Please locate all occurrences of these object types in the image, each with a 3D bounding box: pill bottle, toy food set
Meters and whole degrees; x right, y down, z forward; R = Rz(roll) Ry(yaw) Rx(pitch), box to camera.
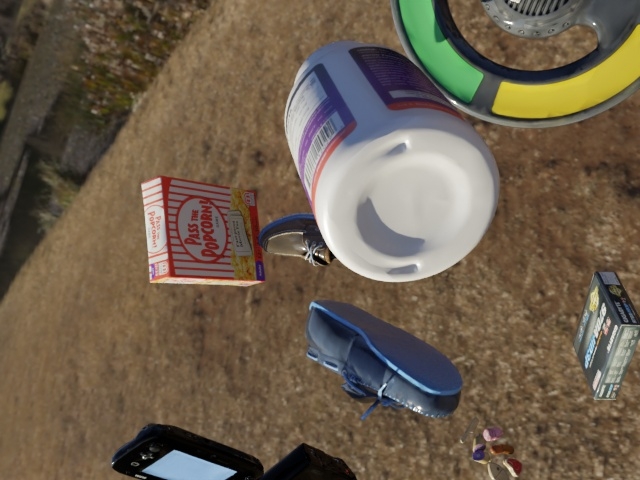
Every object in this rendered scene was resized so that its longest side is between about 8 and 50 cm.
[{"bbox_3d":[0.035,-0.067,0.511,0.108,0.108,0.193,-60,24,23],"label":"pill bottle"},{"bbox_3d":[0.287,0.345,1.251,0.078,0.122,0.019,-47,3,-36],"label":"toy food set"}]

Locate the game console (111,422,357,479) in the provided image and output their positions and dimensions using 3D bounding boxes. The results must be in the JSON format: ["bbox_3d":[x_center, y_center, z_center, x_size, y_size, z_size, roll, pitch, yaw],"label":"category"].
[{"bbox_3d":[-0.128,0.338,1.054,0.213,0.361,0.044,-42,40,16],"label":"game console"}]

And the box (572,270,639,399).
[{"bbox_3d":[0.610,0.203,1.647,0.175,0.051,0.220,-92,3,-53],"label":"box"}]

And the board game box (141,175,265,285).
[{"bbox_3d":[-0.169,-0.009,1.137,0.045,0.194,0.146,-16,77,37],"label":"board game box"}]

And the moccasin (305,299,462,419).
[{"bbox_3d":[0.089,0.192,1.155,0.342,0.138,0.116,30,109,60],"label":"moccasin"}]

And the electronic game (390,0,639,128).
[{"bbox_3d":[0.166,-0.201,0.587,0.229,0.229,0.048,-65,-10,15],"label":"electronic game"}]

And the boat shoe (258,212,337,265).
[{"bbox_3d":[0.000,0.000,1.144,0.066,0.183,0.066,-102,7,-48],"label":"boat shoe"}]
